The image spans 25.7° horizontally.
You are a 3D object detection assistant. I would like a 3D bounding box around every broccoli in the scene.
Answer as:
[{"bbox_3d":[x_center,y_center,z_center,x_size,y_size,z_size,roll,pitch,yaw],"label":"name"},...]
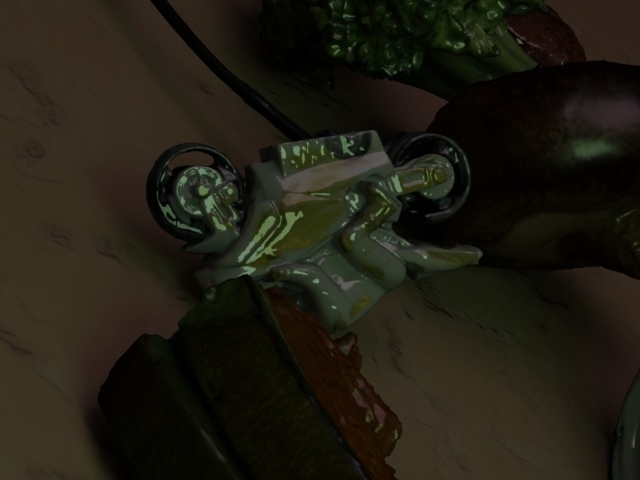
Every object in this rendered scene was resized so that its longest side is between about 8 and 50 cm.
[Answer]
[{"bbox_3d":[0.079,-0.221,1.178,0.259,0.235,0.288,14,35,-2],"label":"broccoli"}]

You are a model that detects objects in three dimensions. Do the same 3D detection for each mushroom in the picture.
[{"bbox_3d":[0.213,-0.051,1.097,0.297,0.163,0.278,8,-2,-45],"label":"mushroom"}]

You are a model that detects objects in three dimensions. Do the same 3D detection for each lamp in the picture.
[{"bbox_3d":[-0.078,-0.121,1.090,0.371,0.108,0.130,35,65,26],"label":"lamp"}]

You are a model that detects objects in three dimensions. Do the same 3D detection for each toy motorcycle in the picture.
[{"bbox_3d":[0.000,0.000,0.912,0.228,0.074,0.151,-4,89,-23],"label":"toy motorcycle"}]

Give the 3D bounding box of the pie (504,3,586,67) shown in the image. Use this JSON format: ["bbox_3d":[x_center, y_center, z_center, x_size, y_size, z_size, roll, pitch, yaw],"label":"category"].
[{"bbox_3d":[0.236,-0.254,1.646,0.182,0.049,0.182,27,29,-17],"label":"pie"}]

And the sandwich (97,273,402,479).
[{"bbox_3d":[-0.018,0.117,0.760,0.160,0.109,0.185,33,19,-55],"label":"sandwich"}]

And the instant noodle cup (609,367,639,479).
[{"bbox_3d":[0.389,0.177,1.001,0.312,0.284,0.284,26,30,-7],"label":"instant noodle cup"}]
